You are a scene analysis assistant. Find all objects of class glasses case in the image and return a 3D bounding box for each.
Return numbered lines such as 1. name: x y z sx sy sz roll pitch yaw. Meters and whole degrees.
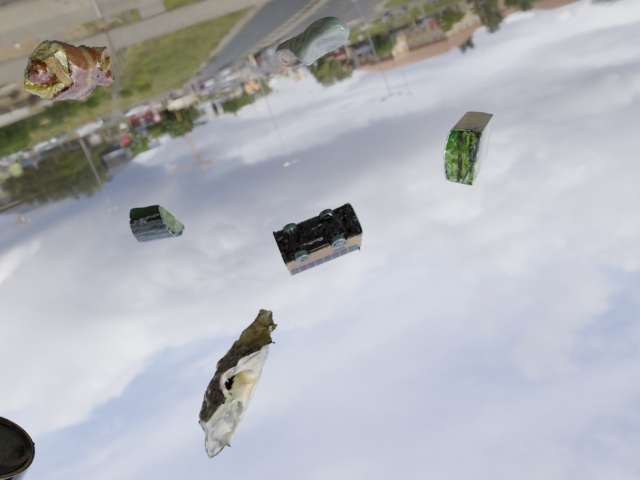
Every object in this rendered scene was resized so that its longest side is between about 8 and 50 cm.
1. glasses case: 0.275 -0.178 1.329 0.062 0.095 0.272 11 -162 15

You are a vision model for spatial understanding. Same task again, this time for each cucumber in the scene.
1. cucumber: -0.412 -0.034 1.781 0.115 0.116 0.062 -10 -119 22

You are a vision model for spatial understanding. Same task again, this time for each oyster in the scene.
1. oyster: -0.185 0.299 1.524 0.100 0.275 0.271 23 -162 4

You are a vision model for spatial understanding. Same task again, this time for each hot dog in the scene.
1. hot dog: -0.539 -0.361 1.561 0.213 0.103 0.146 -16 153 -50

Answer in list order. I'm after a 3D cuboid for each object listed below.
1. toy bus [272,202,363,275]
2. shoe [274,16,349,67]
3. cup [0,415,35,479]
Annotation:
1. toy bus: 0.000 0.000 1.557 0.182 0.091 0.103 -22 155 -2
2. shoe: -0.023 -0.405 1.535 0.195 0.079 0.078 -11 -122 41
3. cup: -0.555 0.421 1.157 0.239 0.177 0.166 35 -164 32
